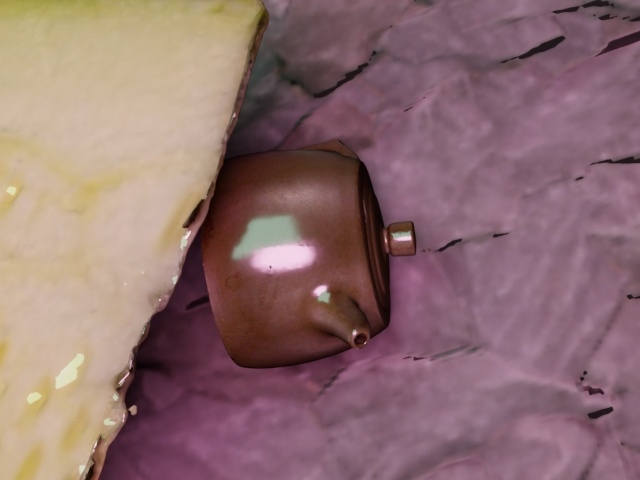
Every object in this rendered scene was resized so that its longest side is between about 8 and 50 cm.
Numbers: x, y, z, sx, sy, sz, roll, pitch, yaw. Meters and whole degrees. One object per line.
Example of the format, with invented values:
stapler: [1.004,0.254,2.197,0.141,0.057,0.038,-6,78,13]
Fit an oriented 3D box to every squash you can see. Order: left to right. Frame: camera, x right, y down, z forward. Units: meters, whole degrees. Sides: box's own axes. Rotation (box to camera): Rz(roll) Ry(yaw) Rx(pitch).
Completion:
squash: [-0.146,0.008,0.533,0.204,0.155,0.237,-23,42,66]

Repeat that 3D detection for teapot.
teapot: [0.000,0.000,0.535,0.068,0.076,0.121,-8,34,8]
